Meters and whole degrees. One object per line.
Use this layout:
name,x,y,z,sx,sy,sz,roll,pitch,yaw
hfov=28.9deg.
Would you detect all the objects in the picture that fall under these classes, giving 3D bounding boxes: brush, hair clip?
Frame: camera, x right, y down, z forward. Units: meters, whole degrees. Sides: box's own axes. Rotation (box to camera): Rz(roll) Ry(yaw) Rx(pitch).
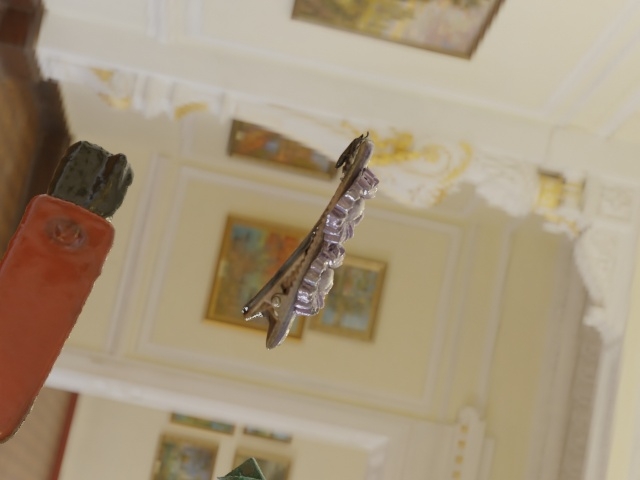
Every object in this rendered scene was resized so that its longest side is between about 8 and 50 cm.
brush,-0.216,0.069,0.878,0.323,0.070,0.051,-68,-172,-27
hair clip,0.000,0.000,1.500,0.292,0.085,0.106,-61,167,17

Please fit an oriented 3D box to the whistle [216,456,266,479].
whistle,-0.030,0.253,0.988,0.186,0.039,0.039,56,-35,37
